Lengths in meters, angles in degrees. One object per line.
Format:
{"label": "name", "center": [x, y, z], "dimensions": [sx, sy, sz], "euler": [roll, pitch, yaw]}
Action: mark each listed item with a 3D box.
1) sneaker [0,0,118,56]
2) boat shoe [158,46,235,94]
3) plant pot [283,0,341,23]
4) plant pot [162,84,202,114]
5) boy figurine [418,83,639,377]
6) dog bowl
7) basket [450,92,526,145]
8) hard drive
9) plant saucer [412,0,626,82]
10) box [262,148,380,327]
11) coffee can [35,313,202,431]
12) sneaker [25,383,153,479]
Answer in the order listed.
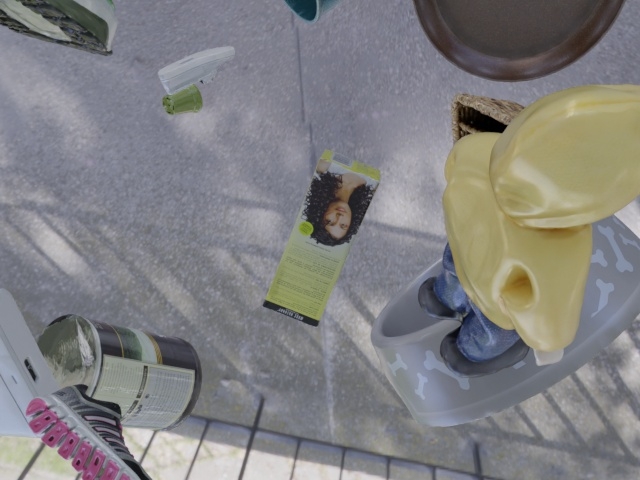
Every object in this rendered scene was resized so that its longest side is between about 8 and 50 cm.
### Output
{"label": "sneaker", "center": [-0.324, -0.344, 0.578], "dimensions": [0.158, 0.410, 0.182], "euler": [11, 78, 20]}
{"label": "boat shoe", "center": [-0.268, -0.378, 1.411], "dimensions": [0.066, 0.184, 0.063], "euler": [27, 141, 45]}
{"label": "plant pot", "center": [0.028, -0.544, 1.038], "dimensions": [0.255, 0.271, 0.271], "euler": [-33, 112, -6]}
{"label": "plant pot", "center": [-0.359, -0.356, 1.619], "dimensions": [0.083, 0.079, 0.083], "euler": [23, 128, 33]}
{"label": "boy figurine", "center": [0.135, -0.009, 0.448], "dimensions": [0.092, 0.177, 0.285], "euler": [-12, 147, -11]}
{"label": "dog bowl", "center": [0.210, 0.066, 0.758], "dimensions": [0.349, 0.349, 0.102], "euler": [-34, 95, 23]}
{"label": "basket", "center": [0.424, -0.180, 1.421], "dimensions": [0.223, 0.299, 0.213], "euler": [-1, 121, -37]}
{"label": "hard drive", "center": [-0.535, 0.168, 0.857], "dimensions": [0.353, 0.047, 0.233], "euler": [-2, 122, 16]}
{"label": "plant saucer", "center": [0.291, -0.393, 0.932], "dimensions": [0.311, 0.050, 0.310], "euler": [8, 118, 15]}
{"label": "box", "center": [0.000, 0.000, 0.862], "dimensions": [0.087, 0.058, 0.232], "euler": [21, 112, -1]}
{"label": "coffee can", "center": [-0.402, 0.270, 1.259], "dimensions": [0.202, 0.201, 0.275], "euler": [-30, 149, 21]}
{"label": "sneaker", "center": [-0.236, 0.220, 0.695], "dimensions": [0.170, 0.075, 0.063], "euler": [40, 118, 6]}
